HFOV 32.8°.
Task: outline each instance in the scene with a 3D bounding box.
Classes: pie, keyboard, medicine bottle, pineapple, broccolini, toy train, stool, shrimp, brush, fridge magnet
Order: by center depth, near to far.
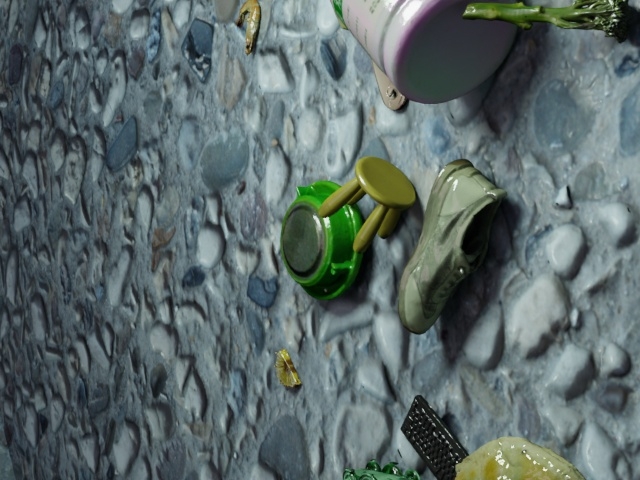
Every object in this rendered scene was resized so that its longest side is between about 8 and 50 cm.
[{"bbox_3d":[0.293,-0.298,1.403,0.216,0.067,0.058,11,80,25],"label":"broccolini"},{"bbox_3d":[0.267,0.433,1.467,0.337,0.075,0.338,-19,63,41],"label":"pie"},{"bbox_3d":[0.122,-0.375,1.591,0.325,0.212,0.212,58,135,36],"label":"medicine bottle"},{"bbox_3d":[0.201,0.344,1.660,0.250,0.017,0.087,52,132,42],"label":"keyboard"},{"bbox_3d":[0.079,-0.060,1.737,0.110,0.134,0.135,-52,31,33],"label":"stool"},{"bbox_3d":[0.103,0.417,1.760,0.178,0.071,0.105,-3,96,57],"label":"toy train"},{"bbox_3d":[0.065,-0.346,1.804,0.072,0.067,0.313,-44,58,45],"label":"brush"},{"bbox_3d":[0.000,0.000,1.879,0.208,0.088,0.208,3,93,55],"label":"fridge magnet"},{"bbox_3d":[-0.065,0.246,2.040,0.045,0.019,0.083,-52,53,38],"label":"pineapple"},{"bbox_3d":[-0.145,-0.417,2.138,0.083,0.023,0.114,5,90,58],"label":"shrimp"}]

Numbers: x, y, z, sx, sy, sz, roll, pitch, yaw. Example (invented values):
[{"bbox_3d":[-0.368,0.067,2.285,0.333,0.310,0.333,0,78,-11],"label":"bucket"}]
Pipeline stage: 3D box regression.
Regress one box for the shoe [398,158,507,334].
[{"bbox_3d":[0.192,0.021,1.599,0.098,0.103,0.275,33,119,37],"label":"shoe"}]
